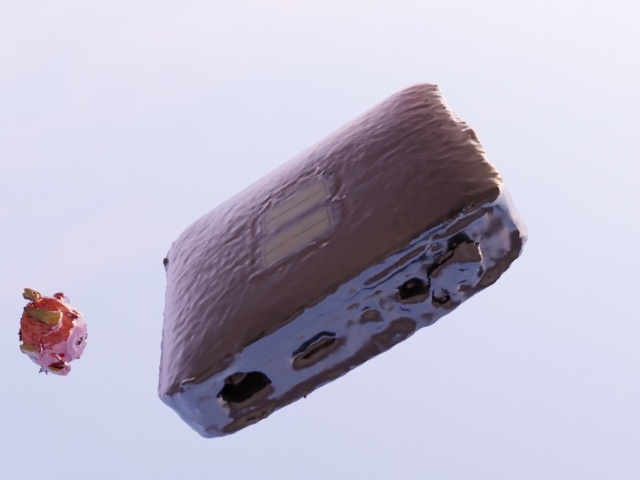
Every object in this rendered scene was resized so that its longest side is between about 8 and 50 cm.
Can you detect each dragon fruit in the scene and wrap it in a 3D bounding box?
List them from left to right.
[{"bbox_3d":[-0.370,0.130,1.252,0.068,0.112,0.126,-6,-98,22],"label":"dragon fruit"}]

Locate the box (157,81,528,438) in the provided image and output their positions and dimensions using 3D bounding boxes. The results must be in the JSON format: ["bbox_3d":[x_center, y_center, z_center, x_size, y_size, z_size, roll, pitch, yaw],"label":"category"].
[{"bbox_3d":[0.000,0.000,0.851,0.359,0.091,0.350,-31,-154,7],"label":"box"}]
